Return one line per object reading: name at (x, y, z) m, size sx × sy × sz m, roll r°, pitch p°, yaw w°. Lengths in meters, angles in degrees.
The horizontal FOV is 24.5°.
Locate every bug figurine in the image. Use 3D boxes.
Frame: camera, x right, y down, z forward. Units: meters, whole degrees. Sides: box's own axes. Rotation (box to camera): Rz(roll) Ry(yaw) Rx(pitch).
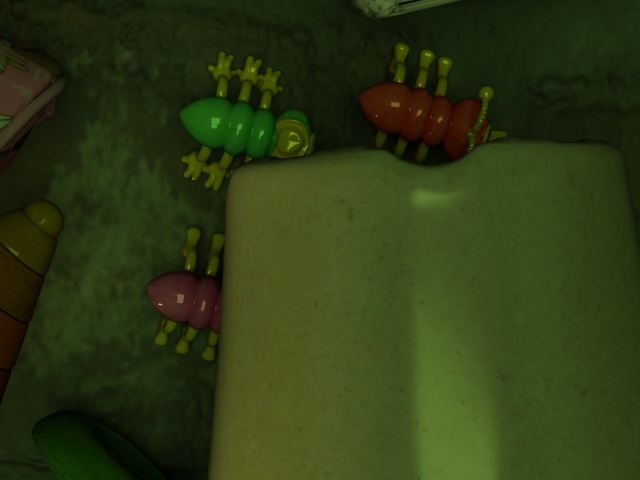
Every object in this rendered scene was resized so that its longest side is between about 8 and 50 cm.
bug figurine at (0.000, 0.000, 0.973) m, size 0.216 × 0.072 × 0.279 m, roll 12°, pitch 97°, yaw -6°

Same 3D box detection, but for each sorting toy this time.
sorting toy at (-0.118, 0.105, 0.949) m, size 0.365 × 0.127 × 0.126 m, roll 42°, pitch 90°, yaw -14°

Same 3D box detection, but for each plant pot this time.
plant pot at (0.066, 0.103, 0.821) m, size 0.334 × 0.334 × 0.305 m, roll -3°, pitch 90°, yaw -5°

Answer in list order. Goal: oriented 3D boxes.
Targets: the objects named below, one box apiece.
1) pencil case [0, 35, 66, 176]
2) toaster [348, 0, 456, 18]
pencil case at (-0.341, -0.162, 0.873) m, size 0.386 × 0.167 × 0.160 m, roll 40°, pitch 93°, yaw -9°
toaster at (0.080, -0.226, 0.922) m, size 0.227 × 0.129 × 0.146 m, roll -14°, pitch 101°, yaw -4°
